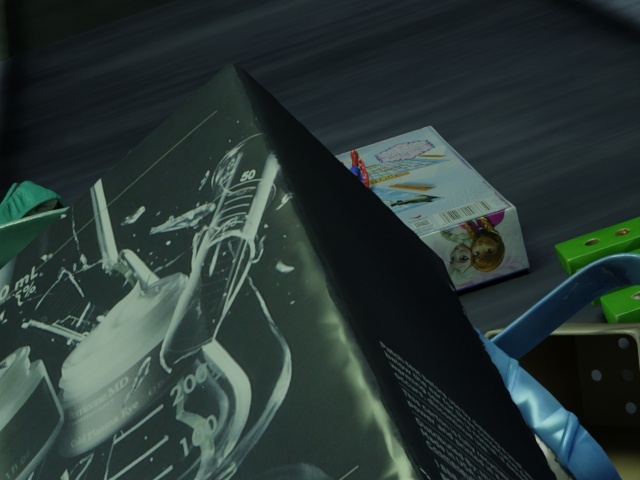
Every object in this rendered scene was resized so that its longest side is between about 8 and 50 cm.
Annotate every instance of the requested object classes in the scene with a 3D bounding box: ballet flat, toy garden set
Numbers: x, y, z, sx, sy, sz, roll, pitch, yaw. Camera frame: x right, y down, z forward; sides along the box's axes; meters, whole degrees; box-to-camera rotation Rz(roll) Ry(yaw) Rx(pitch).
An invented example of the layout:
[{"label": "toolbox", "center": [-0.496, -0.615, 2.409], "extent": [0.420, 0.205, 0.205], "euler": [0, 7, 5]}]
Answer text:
[{"label": "ballet flat", "center": [-0.335, -0.002, 1.790], "extent": [0.087, 0.083, 0.247], "euler": [15, 23, 3]}, {"label": "toy garden set", "center": [0.311, 0.029, 1.234], "extent": [0.204, 0.049, 0.244], "euler": [-18, 18, -1]}]

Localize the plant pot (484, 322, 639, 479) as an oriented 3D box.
[{"label": "plant pot", "center": [0.182, 0.101, 1.058], "extent": [0.109, 0.109, 0.096], "euler": [-3, 10, 34]}]

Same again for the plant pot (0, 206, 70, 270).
[{"label": "plant pot", "center": [-0.195, 0.115, 1.166], "extent": [0.293, 0.196, 0.293], "euler": [-15, 20, 5]}]

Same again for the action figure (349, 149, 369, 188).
[{"label": "action figure", "center": [0.026, -0.061, 1.535], "extent": [0.038, 0.030, 0.115], "euler": [-11, 21, -2]}]

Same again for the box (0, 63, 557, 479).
[{"label": "box", "center": [-0.077, 0.151, 0.697], "extent": [0.343, 0.179, 0.312], "euler": [-41, 33, 11]}]

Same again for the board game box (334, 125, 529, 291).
[{"label": "board game box", "center": [0.000, 0.000, 1.530], "extent": [0.319, 0.066, 0.318], "euler": [-17, 19, -4]}]

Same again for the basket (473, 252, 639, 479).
[{"label": "basket", "center": [0.127, 0.127, 0.859], "extent": [0.289, 0.201, 0.255], "euler": [-30, 28, -15]}]
